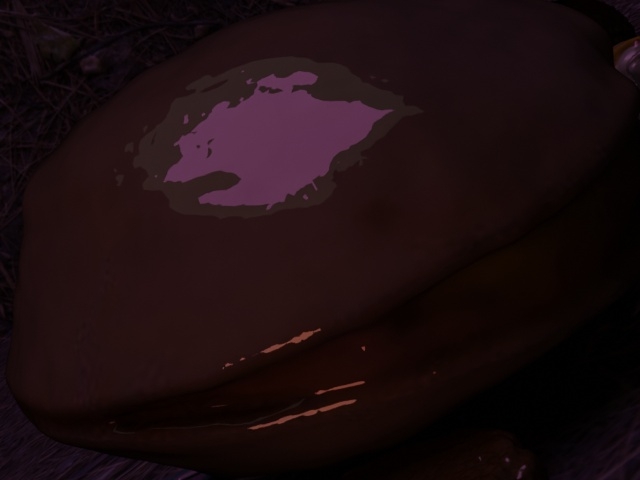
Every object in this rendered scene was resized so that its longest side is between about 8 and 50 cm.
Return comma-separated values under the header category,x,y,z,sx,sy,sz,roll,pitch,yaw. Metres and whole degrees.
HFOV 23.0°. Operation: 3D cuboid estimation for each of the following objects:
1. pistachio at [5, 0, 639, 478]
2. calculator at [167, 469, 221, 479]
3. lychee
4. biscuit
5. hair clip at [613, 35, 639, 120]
category,x,y,z,sx,sy,sz,roll,pitch,yaw
pistachio,0.000,0.000,0.946,0.445,0.281,0.365,-15,23,34
calculator,-0.095,0.179,1.139,0.094,0.019,0.141,-31,11,42
lychee,0.216,-0.152,1.331,0.114,0.114,0.146,-35,11,7
biscuit,0.013,0.159,0.757,0.226,0.042,0.226,-31,5,3
hair clip,0.209,-0.088,1.124,0.321,0.091,0.138,-41,13,-18
